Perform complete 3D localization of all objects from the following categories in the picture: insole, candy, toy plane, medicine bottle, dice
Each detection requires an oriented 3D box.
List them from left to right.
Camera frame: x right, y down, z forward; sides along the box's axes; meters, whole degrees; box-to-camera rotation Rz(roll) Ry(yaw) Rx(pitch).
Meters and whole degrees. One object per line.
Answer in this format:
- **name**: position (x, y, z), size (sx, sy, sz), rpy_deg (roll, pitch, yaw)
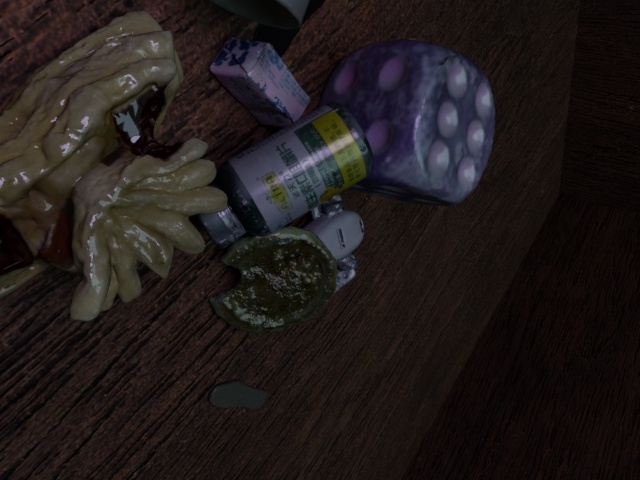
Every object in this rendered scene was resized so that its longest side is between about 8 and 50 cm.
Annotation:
- **insole**: position (-0.176, 0.340, 1.064), size (0.192, 0.010, 0.063), rpy_deg (37, 77, -55)
- **candy**: position (-0.093, -0.257, 0.807), size (0.160, 0.092, 0.073), rpy_deg (40, 72, -56)
- **medicine bottle**: position (-0.066, -0.102, 0.808), size (0.293, 0.141, 0.141), rpy_deg (-31, 137, -5)
- **insole**: position (-0.052, -0.400, 0.868), size (0.232, 0.003, 0.080), rpy_deg (-55, 144, -21)
- **toy plane**: position (0.003, 0.000, 1.048), size (0.252, 0.118, 0.251), rpy_deg (2, 88, -48)
- **dice**: position (0.170, -0.225, 0.987), size (0.270, 0.271, 0.269), rpy_deg (12, 92, -44)

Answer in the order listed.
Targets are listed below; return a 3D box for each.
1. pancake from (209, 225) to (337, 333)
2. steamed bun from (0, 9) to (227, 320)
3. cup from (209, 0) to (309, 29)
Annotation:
- **pancake**: position (-0.083, 0.082, 0.934), size (0.254, 0.037, 0.253), rpy_deg (-9, 121, -14)
- **steamed bun**: position (-0.268, -0.059, 0.594), size (0.427, 0.189, 0.247), rpy_deg (-54, 150, -23)
- **cup**: position (-0.070, -0.434, 0.680), size (0.258, 0.187, 0.233), rpy_deg (-47, 159, -83)
